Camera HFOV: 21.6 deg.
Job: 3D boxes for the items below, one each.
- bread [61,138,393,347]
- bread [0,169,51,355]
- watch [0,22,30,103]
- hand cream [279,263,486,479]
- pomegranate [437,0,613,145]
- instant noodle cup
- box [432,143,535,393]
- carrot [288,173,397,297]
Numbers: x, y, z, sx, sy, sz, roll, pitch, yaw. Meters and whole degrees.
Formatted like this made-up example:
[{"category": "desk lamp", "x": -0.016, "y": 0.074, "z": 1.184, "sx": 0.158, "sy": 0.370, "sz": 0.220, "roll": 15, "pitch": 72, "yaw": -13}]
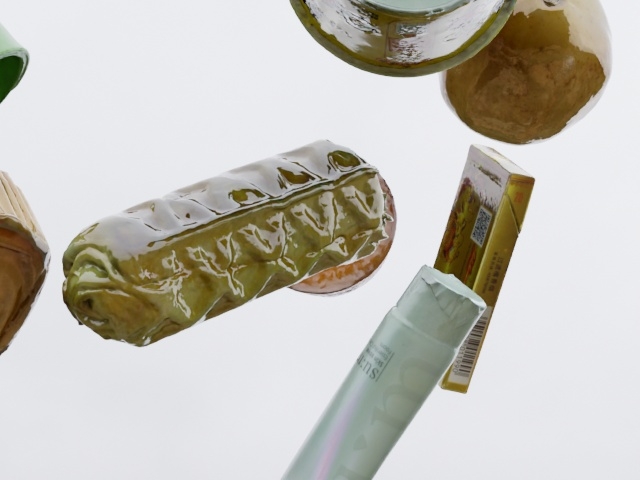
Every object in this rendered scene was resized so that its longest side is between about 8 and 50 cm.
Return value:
[{"category": "bread", "x": -0.069, "y": 0.002, "z": 1.220, "sx": 0.269, "sy": 0.098, "sz": 0.087, "roll": -22, "pitch": 5, "yaw": -37}, {"category": "bread", "x": -0.304, "y": 0.022, "z": 1.266, "sx": 0.199, "sy": 0.104, "sz": 0.199, "roll": -21, "pitch": -35, "yaw": -16}, {"category": "watch", "x": -0.305, "y": -0.107, "z": 1.299, "sx": 0.131, "sy": 0.165, "sz": 0.152, "roll": 49, "pitch": -45, "yaw": 5}, {"category": "hand cream", "x": 0.027, "y": 0.110, "z": 1.027, "sx": 0.050, "sy": 0.205, "sz": 0.078, "roll": 28, "pitch": 9, "yaw": -33}, {"category": "pomegranate", "x": 0.245, "y": -0.230, "z": 2.036, "sx": 0.233, "sy": 0.233, "sz": 0.233, "roll": 12, "pitch": -25, "yaw": 6}, {"category": "instant noodle cup", "x": 0.060, "y": -0.211, "z": 1.153, "sx": 0.182, "sy": 0.182, "sz": 0.144, "roll": 14, "pitch": -1, "yaw": 1}, {"category": "box", "x": 0.102, "y": 0.018, "z": 1.145, "sx": 0.022, "sy": 0.156, "sz": 0.089, "roll": 13, "pitch": 12, "yaw": -18}, {"category": "carrot", "x": 0.000, "y": 0.000, "z": 1.829, "sx": 0.159, "sy": 0.159, "sz": 0.225, "roll": 13, "pitch": -12, "yaw": 3}]
